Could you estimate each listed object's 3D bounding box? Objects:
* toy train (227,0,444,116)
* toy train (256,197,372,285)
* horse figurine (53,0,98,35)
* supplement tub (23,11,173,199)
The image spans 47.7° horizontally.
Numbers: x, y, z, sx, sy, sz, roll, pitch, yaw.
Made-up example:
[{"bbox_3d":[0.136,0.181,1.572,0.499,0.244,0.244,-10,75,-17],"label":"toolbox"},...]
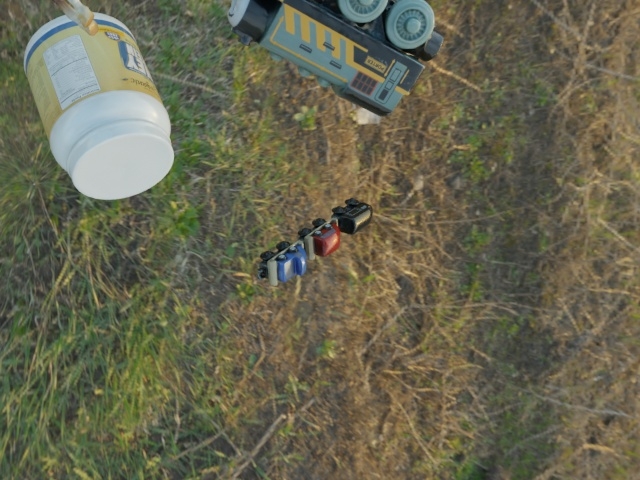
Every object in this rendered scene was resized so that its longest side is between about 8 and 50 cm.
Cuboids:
[{"bbox_3d":[0.025,-0.329,1.102,0.334,0.142,0.190,22,111,-24],"label":"toy train"},{"bbox_3d":[0.000,0.000,0.654,0.158,0.036,0.027,-34,131,-45],"label":"toy train"},{"bbox_3d":[-0.227,-0.241,0.516,0.174,0.263,0.066,35,63,-14],"label":"horse figurine"},{"bbox_3d":[-0.272,-0.165,0.895,0.144,0.144,0.199,-18,64,-19],"label":"supplement tub"}]
